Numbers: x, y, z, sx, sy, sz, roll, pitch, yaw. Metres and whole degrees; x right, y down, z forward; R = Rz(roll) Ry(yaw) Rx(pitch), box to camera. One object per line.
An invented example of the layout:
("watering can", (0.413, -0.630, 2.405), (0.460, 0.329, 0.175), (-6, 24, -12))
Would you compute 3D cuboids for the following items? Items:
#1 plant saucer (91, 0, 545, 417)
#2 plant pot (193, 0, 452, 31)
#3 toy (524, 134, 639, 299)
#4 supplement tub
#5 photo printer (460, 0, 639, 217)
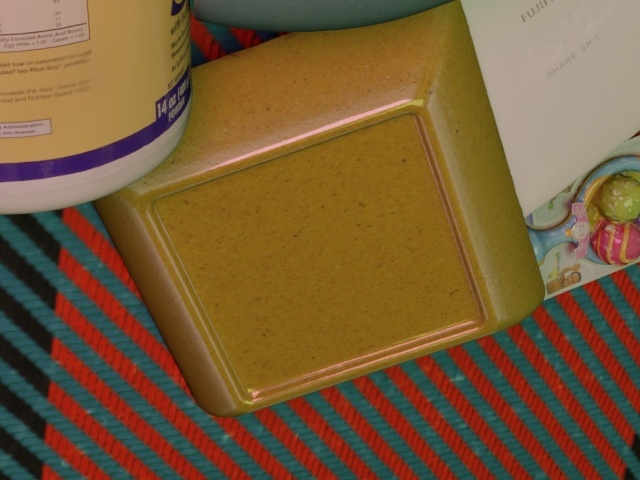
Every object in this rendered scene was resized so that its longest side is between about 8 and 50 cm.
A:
("plant saucer", (0.000, 0.000, 1.043), (0.332, 0.081, 0.333), (-19, 123, 5))
("plant pot", (0.045, -0.265, 0.856), (0.195, 0.290, 0.290), (14, 107, -4))
("toy", (0.278, -0.016, 1.233), (0.237, 0.056, 0.137), (-18, 119, -15))
("supplement tub", (-0.202, -0.210, 0.802), (0.241, 0.241, 0.331), (-11, 130, -18))
("photo printer", (0.168, -0.200, 1.073), (0.256, 0.107, 0.307), (-37, 121, -3))
